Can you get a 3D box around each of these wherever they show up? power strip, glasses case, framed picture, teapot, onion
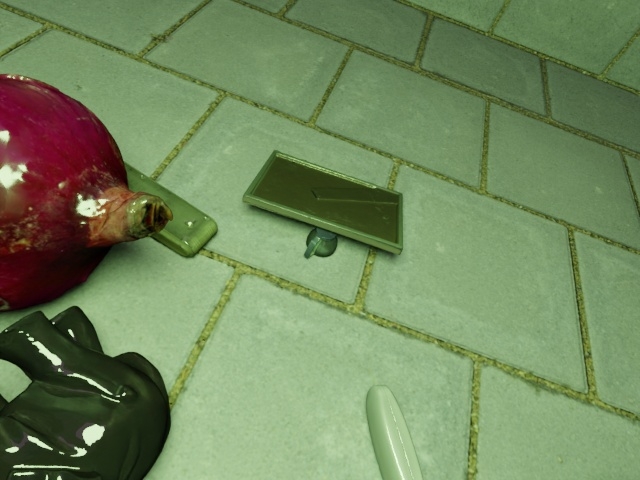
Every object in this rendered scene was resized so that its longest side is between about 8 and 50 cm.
[{"bbox_3d":[-0.383,-0.096,0.864,0.388,0.066,0.092,33,52,6],"label":"power strip"},{"bbox_3d":[0.114,0.323,0.678,0.050,0.076,0.197,-4,54,-18],"label":"glasses case"},{"bbox_3d":[0.022,-0.096,0.973,0.336,0.022,0.247,19,34,-2],"label":"framed picture"},{"bbox_3d":[0.000,0.000,0.908,0.066,0.057,0.088,38,51,15],"label":"teapot"},{"bbox_3d":[-0.395,-0.058,0.634,0.386,0.347,0.347,10,49,12],"label":"onion"}]

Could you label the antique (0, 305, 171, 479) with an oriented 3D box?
[{"bbox_3d":[-0.326,0.239,0.516,0.255,0.185,0.322,50,39,-3],"label":"antique"}]
